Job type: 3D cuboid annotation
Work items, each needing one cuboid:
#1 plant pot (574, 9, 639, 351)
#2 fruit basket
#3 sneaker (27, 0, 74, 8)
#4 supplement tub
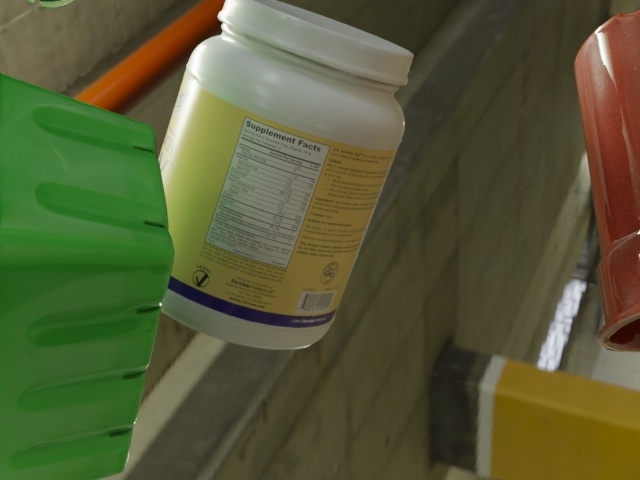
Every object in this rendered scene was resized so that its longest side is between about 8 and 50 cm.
[{"bbox_3d":[0.348,-0.064,0.841,0.272,0.273,0.265,41,-142,-66],"label":"plant pot"},{"bbox_3d":[-0.325,0.063,0.786,0.392,0.392,0.283,78,176,-46],"label":"fruit basket"},{"bbox_3d":[-0.231,-0.357,0.940,0.110,0.107,0.275,142,151,-77],"label":"sneaker"},{"bbox_3d":[-0.052,-0.077,1.042,0.241,0.241,0.331,-16,-51,-66],"label":"supplement tub"}]
